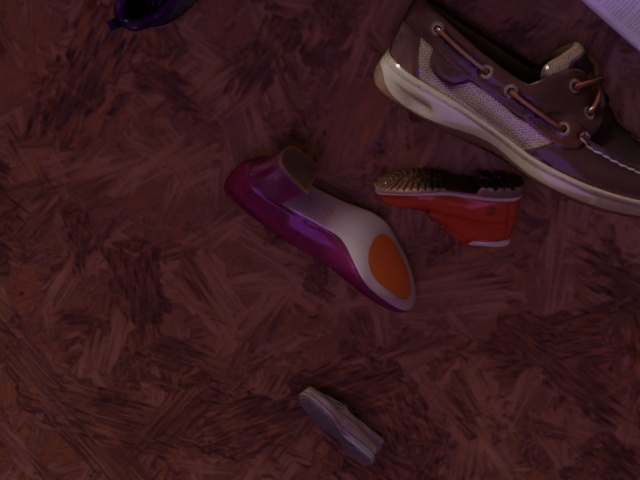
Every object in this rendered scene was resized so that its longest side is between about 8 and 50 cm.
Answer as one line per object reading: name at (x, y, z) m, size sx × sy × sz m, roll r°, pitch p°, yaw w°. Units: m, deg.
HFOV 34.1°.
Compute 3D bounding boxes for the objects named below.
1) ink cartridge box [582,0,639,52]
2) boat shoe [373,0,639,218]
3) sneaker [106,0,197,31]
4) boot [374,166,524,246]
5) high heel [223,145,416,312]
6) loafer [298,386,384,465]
ink cartridge box at (0.323, -0.284, 0.964) m, size 0.232 × 0.066 × 0.189 m, roll 39°, pitch 116°, yaw -6°
boat shoe at (0.226, -0.135, 1.021) m, size 0.342 × 0.123 × 0.123 m, roll 28°, pitch 118°, yaw 4°
sneaker at (-0.115, -0.277, 1.030) m, size 0.223 × 0.098 × 0.083 m, roll -38°, pitch 103°, yaw 24°
boot at (0.134, -0.032, 1.119) m, size 0.157 × 0.059 × 0.085 m, roll 6°, pitch 120°, yaw 7°
high heel at (0.000, 0.000, 1.161) m, size 0.244 × 0.082 × 0.117 m, roll 42°, pitch 144°, yaw -23°
loafer at (0.026, 0.219, 1.269) m, size 0.125 × 0.039 × 0.045 m, roll 46°, pitch 147°, yaw -8°
